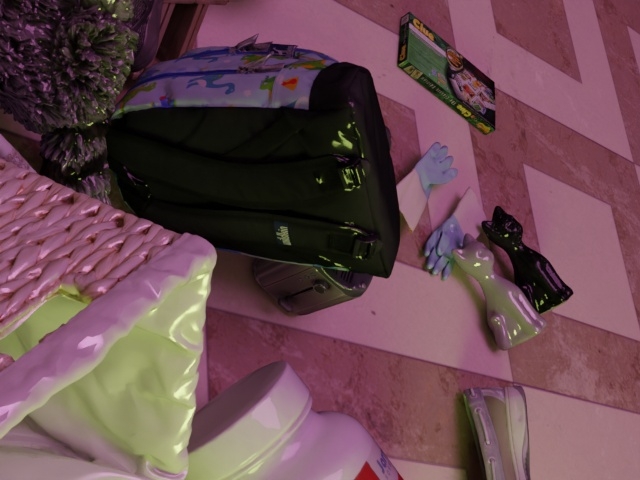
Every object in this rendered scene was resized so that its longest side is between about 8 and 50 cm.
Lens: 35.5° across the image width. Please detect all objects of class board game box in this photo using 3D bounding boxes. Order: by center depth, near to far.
[{"bbox_3d":[0.252,-0.327,1.968,0.259,0.030,0.136,32,50,-31],"label":"board game box"}]

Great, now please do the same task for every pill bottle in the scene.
[{"bbox_3d":[0.010,0.351,1.160,0.408,0.229,0.229,54,40,-9],"label":"pill bottle"}]

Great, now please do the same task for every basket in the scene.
[{"bbox_3d":[-0.293,0.149,0.836,0.266,0.331,0.328,25,37,17],"label":"basket"}]

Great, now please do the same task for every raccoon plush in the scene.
[{"bbox_3d":[-0.358,-0.174,1.029,0.299,0.216,0.446,-8,107,-28],"label":"raccoon plush"}]

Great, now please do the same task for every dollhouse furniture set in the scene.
[{"bbox_3d":[-0.247,-0.330,1.396,0.183,0.129,0.129,43,32,25],"label":"dollhouse furniture set"}]

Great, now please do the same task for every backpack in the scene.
[{"bbox_3d":[-0.093,-0.108,1.242,0.273,0.355,0.290,-82,162,-44],"label":"backpack"}]

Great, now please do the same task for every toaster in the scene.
[{"bbox_3d":[0.000,0.000,1.418,0.129,0.146,0.227,41,44,-24],"label":"toaster"}]

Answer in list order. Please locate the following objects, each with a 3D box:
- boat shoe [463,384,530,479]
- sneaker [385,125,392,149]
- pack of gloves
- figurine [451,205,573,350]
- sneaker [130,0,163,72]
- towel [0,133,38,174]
[{"bbox_3d":[0.269,0.373,1.532,0.118,0.103,0.320,74,19,-59],"label":"boat shoe"},{"bbox_3d":[0.044,-0.077,1.572,0.106,0.101,0.267,16,55,-14],"label":"sneaker"},{"bbox_3d":[0.199,-0.051,1.756,0.232,0.046,0.195,-46,115,-46],"label":"pack of gloves"},{"bbox_3d":[0.330,0.060,1.781,0.209,0.092,0.215,57,40,-2],"label":"figurine"},{"bbox_3d":[-0.254,-0.335,1.235,0.130,0.087,0.228,24,69,-61],"label":"sneaker"},{"bbox_3d":[-0.332,-0.065,1.007,0.034,0.209,0.285,-52,137,-19],"label":"towel"}]
